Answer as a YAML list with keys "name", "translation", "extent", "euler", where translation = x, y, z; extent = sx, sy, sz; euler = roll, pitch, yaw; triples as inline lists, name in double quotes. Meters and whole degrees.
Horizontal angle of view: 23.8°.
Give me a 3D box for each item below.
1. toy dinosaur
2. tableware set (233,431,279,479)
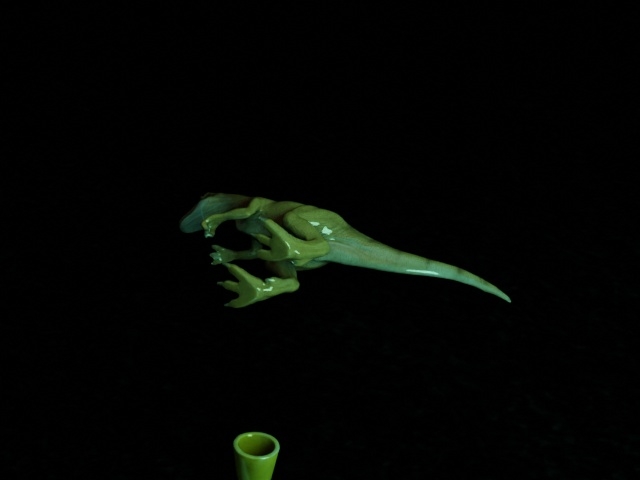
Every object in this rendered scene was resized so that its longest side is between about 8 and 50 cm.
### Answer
- name: "toy dinosaur"
  translation: [0.000, 0.000, 0.904]
  extent: [0.211, 0.064, 0.112]
  euler: [18, 28, 23]
- name: "tableware set"
  translation: [0.006, 0.133, 0.685]
  extent: [0.104, 0.024, 0.154]
  euler: [-18, 35, -39]
